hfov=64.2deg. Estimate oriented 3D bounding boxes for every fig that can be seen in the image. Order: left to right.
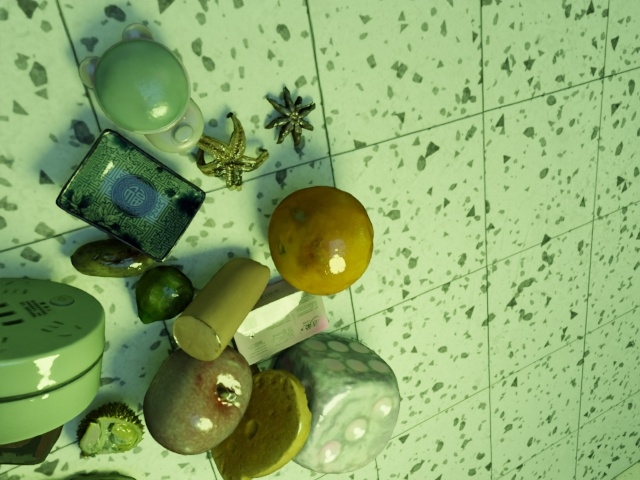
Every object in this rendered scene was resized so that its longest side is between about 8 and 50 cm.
[{"bbox_3d":[-0.362,0.131,1.138,0.123,0.123,0.156,36,102,-33],"label":"fig"}]

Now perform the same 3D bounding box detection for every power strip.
[{"bbox_3d":[-0.577,0.199,0.911,0.357,0.357,0.162,2,109,-28],"label":"power strip"}]

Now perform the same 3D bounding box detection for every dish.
[{"bbox_3d":[-0.387,-0.090,1.056,0.243,0.080,0.182,35,83,-29],"label":"dish"}]

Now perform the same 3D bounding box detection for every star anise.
[{"bbox_3d":[-0.067,-0.282,1.184,0.141,0.042,0.141,-9,112,-23],"label":"star anise"}]

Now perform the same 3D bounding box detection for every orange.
[{"bbox_3d":[0.000,0.000,1.194,0.261,0.261,0.261,-10,112,-25],"label":"orange"}]

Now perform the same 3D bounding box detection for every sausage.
[{"bbox_3d":[-0.216,0.141,1.157,0.253,0.123,0.123,-56,135,-50],"label":"sausage"}]

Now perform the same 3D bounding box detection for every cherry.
[{"bbox_3d":[-0.288,0.359,1.176,0.221,0.307,0.261,44,46,-11],"label":"cherry"}]

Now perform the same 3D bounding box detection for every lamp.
[{"bbox_3d":[-0.329,-0.279,0.993,0.179,0.108,0.246,-39,113,-2],"label":"lamp"}]

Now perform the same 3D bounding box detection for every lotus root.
[{"bbox_3d":[-0.430,0.036,1.079,0.179,0.089,0.080,-4,149,-25],"label":"lotus root"}]

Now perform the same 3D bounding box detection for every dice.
[{"bbox_3d":[0.029,0.423,1.355,0.270,0.270,0.271,10,103,-31],"label":"dice"}]

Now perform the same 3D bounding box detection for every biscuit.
[{"bbox_3d":[-0.166,0.436,1.278,0.343,0.287,0.057,-43,147,24],"label":"biscuit"}]

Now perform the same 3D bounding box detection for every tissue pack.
[{"bbox_3d":[-0.115,0.198,1.302,0.246,0.092,0.149,-22,116,-19],"label":"tissue pack"}]

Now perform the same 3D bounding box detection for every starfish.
[{"bbox_3d":[-0.209,-0.202,1.124,0.190,0.074,0.146,32,97,-31],"label":"starfish"}]

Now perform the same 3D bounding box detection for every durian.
[{"bbox_3d":[-0.498,0.452,1.200,0.146,0.102,0.208,31,115,-30],"label":"durian"}]

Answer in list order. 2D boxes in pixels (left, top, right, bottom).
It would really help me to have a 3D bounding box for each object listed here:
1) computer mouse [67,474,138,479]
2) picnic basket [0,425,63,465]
[{"bbox_3d":[-0.621,0.672,1.185,0.428,0.145,0.228,2,100,-41],"label":"computer mouse"},{"bbox_3d":[-0.671,0.361,1.048,0.296,0.129,0.223,22,98,-31],"label":"picnic basket"}]
